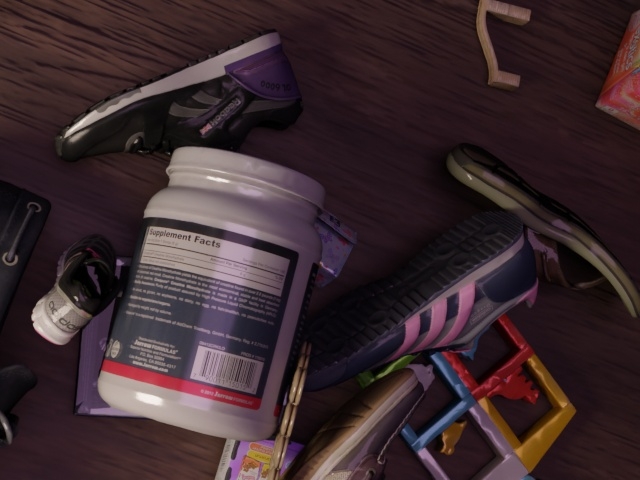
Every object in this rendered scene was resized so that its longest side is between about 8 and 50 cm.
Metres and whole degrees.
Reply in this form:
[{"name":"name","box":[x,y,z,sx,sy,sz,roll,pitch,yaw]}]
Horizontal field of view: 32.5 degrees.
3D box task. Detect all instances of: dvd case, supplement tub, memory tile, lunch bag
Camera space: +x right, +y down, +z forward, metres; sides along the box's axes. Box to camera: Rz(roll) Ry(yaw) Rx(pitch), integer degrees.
[{"name":"dvd case","box":[-0.149,0.113,1.239,0.238,0.029,0.179,5,85,-14]},{"name":"supplement tub","box":[-0.107,0.057,1.140,0.191,0.191,0.272,16,81,-12]},{"name":"memory tile","box":[-0.034,0.183,1.129,0.012,0.113,0.148,14,106,-1]},{"name":"lunch bag","box":[0.000,0.000,1.267,0.071,0.053,0.083,39,50,-9]}]

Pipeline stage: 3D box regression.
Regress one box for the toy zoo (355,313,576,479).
[{"name":"toy zoo","box":[0.175,0.183,1.311,0.192,0.030,0.293,-38,95,-13]}]

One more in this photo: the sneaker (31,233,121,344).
[{"name":"sneaker","box":[-0.235,0.038,1.128,0.075,0.170,0.063,-35,108,23]}]

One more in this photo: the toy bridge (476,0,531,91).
[{"name":"toy bridge","box":[0.227,-0.283,1.357,0.063,0.026,0.188,11,83,-11]}]

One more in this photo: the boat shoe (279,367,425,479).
[{"name":"boat shoe","box":[0.019,0.257,1.161,0.092,0.103,0.285,46,70,-6]}]

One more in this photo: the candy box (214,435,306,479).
[{"name":"candy box","box":[-0.046,0.324,1.211,0.165,0.070,0.196,20,71,-12]}]

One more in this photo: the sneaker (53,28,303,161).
[{"name":"sneaker","box":[-0.149,-0.128,1.220,0.283,0.107,0.124,-25,98,-14]}]

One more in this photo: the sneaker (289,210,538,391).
[{"name":"sneaker","box":[0.110,0.100,1.236,0.319,0.112,0.131,-30,122,-3]}]

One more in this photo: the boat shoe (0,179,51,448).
[{"name":"boat shoe","box":[-0.363,0.158,1.088,0.156,0.187,0.500,11,69,-20]}]

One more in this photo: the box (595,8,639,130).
[{"name":"box","box":[0.521,-0.173,1.355,0.300,0.154,0.142,26,81,-12]}]

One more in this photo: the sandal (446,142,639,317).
[{"name":"sandal","box":[0.263,-0.004,1.317,0.303,0.120,0.086,35,105,-6]}]
